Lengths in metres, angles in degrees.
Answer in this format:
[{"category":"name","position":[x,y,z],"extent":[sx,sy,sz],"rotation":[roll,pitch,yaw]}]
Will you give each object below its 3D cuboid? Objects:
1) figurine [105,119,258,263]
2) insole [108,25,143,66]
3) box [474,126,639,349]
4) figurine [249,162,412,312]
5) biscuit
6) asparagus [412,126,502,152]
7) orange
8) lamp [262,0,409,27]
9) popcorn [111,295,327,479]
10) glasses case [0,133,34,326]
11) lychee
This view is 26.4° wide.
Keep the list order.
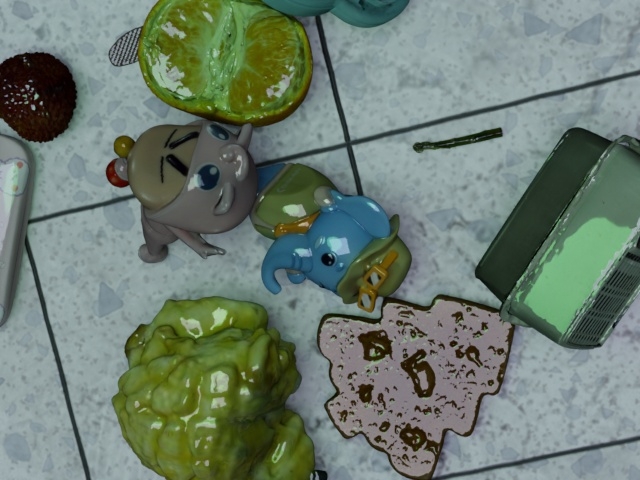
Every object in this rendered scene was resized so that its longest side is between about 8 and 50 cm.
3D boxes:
[{"category":"figurine","position":[-0.207,-0.068,1.861],"extent":[0.186,0.287,0.176],"rotation":[22,69,-28]},{"category":"insole","position":[-0.246,-0.291,1.956],"extent":[0.135,0.002,0.045],"rotation":[-26,92,10]},{"category":"box","position":[0.350,-0.002,1.794],"extent":[0.166,0.220,0.290],"rotation":[37,101,25]},{"category":"figurine","position":[0.002,-0.003,1.894],"extent":[0.262,0.154,0.180],"rotation":[21,108,23]},{"category":"biscuit","position":[0.148,0.189,1.931],"extent":[0.301,0.043,0.278],"rotation":[-27,90,9]},{"category":"asparagus","position":[0.191,-0.139,1.903],"extent":[0.127,0.015,0.018],"rotation":[-10,85,9]},{"category":"orange","position":[-0.125,-0.250,1.864],"extent":[0.237,0.158,0.179],"rotation":[13,89,2]},{"category":"lamp","position":[-0.003,-0.393,1.830],"extent":[0.284,0.147,0.209],"rotation":[23,72,-3]},{"category":"popcorn","position":[-0.140,0.212,1.879],"extent":[0.237,0.293,0.293],"rotation":[23,102,47]},{"category":"glasses case","position":[-0.490,-0.010,1.984],"extent":[0.113,0.075,0.296],"rotation":[12,97,9]},{"category":"lychee","position":[-0.405,-0.202,1.932],"extent":[0.123,0.123,0.129],"rotation":[5,105,8]}]
